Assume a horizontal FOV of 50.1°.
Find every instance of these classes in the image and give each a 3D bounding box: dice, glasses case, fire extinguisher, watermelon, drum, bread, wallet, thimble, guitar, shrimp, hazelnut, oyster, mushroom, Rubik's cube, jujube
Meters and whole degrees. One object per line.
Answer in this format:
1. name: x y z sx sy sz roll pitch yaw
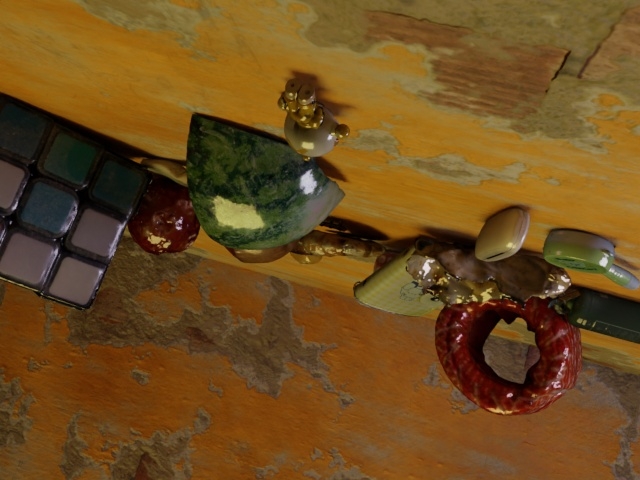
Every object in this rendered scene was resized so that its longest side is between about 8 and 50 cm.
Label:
1. dice: 0.203 0.083 1.870 0.093 0.094 0.091 9 168 29
2. glasses case: 0.311 -0.008 1.182 0.049 0.074 0.193 19 171 0
3. fire extinguisher: 0.679 0.178 1.588 0.312 0.095 0.114 16 -162 9
4. watermelon: -0.095 -0.092 1.194 0.260 0.176 0.255 16 132 5
5. drum: 0.508 0.041 1.211 0.253 0.049 0.130 19 171 -21
6. bread: -0.051 0.051 2.242 0.115 0.056 0.082 6 166 47
7. wallet: 0.244 0.099 1.697 0.223 0.077 0.309 19 149 -19
8. thimble: 0.484 0.268 1.748 0.350 0.349 0.231 11 173 30
9. guitar: -0.066 -0.059 1.652 0.271 0.038 0.084 8 175 12
10. shrimp: 0.000 0.000 1.740 0.365 0.071 0.233 9 -174 38
11. hazelnut: -0.136 -0.047 1.390 0.210 0.186 0.210 0 180 0
12. oyster: 0.345 0.072 1.434 0.337 0.133 0.198 8 166 32
13. mushroom: -0.315 -0.151 1.506 0.202 0.054 0.059 17 164 29
14. Rubik's cube: -0.646 -0.082 1.525 0.359 0.361 0.363 24 173 -35
15. jujube: -0.394 -0.064 1.725 0.197 0.197 0.290 18 -173 -15

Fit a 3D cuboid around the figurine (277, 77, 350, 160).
1. figurine: -0.012 -0.154 0.881 0.101 0.068 0.143 34 168 -8
